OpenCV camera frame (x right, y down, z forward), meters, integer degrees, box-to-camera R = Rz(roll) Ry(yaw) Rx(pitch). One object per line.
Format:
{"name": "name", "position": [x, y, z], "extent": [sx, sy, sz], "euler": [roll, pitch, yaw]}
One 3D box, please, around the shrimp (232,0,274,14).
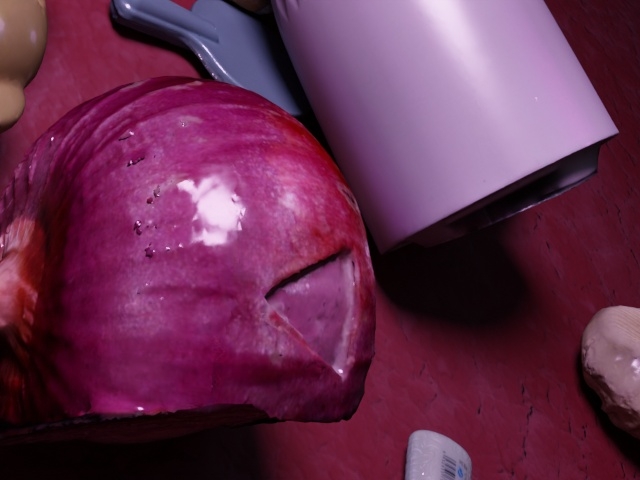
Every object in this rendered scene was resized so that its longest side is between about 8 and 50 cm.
{"name": "shrimp", "position": [-0.126, -0.376, 0.957], "extent": [0.317, 0.077, 0.168], "euler": [54, 35, -23]}

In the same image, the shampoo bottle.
{"name": "shampoo bottle", "position": [0.091, 0.246, 0.741], "extent": [0.069, 0.041, 0.191], "euler": [42, 37, -25]}

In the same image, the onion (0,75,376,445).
{"name": "onion", "position": [-0.092, 0.011, 0.570], "extent": [0.272, 0.256, 0.230], "euler": [35, 50, -60]}

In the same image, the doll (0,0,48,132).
{"name": "doll", "position": [-0.260, -0.187, 0.612], "extent": [0.177, 0.161, 0.261], "euler": [32, 38, -29]}

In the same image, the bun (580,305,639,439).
{"name": "bun", "position": [0.391, 0.172, 1.082], "extent": [0.222, 0.127, 0.222], "euler": [19, 22, -8]}

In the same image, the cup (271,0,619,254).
{"name": "cup", "position": [0.100, -0.183, 0.909], "extent": [0.253, 0.253, 0.372], "euler": [-20, 81, -53]}

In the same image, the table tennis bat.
{"name": "table tennis bat", "position": [-0.098, -0.193, 0.905], "extent": [0.244, 0.040, 0.153], "euler": [15, 44, -45]}
